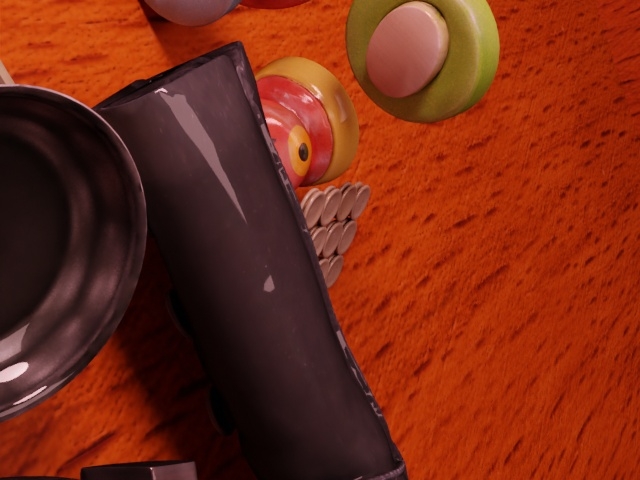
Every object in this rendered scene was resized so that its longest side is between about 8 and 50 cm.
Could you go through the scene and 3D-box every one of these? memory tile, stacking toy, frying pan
[{"bbox_3d":[0.000,0.000,0.988,0.148,0.012,0.113,-13,126,-66],"label":"memory tile"},{"bbox_3d":[-0.027,-0.180,0.864,0.130,0.280,0.309,-36,108,-46],"label":"stacking toy"},{"bbox_3d":[-0.229,0.033,0.548,0.326,0.053,0.197,-26,127,-36],"label":"frying pan"}]

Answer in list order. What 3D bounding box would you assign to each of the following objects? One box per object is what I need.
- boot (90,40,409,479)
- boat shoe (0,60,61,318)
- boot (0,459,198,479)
[{"bbox_3d":[-0.025,0.095,0.733,0.367,0.146,0.445,-125,-162,-77],"label":"boot"},{"bbox_3d":[-0.232,-0.056,0.621,0.302,0.113,0.103,46,35,-39],"label":"boat shoe"},{"bbox_3d":[-0.162,0.279,0.634,0.264,0.096,0.280,15,71,-63],"label":"boot"}]
